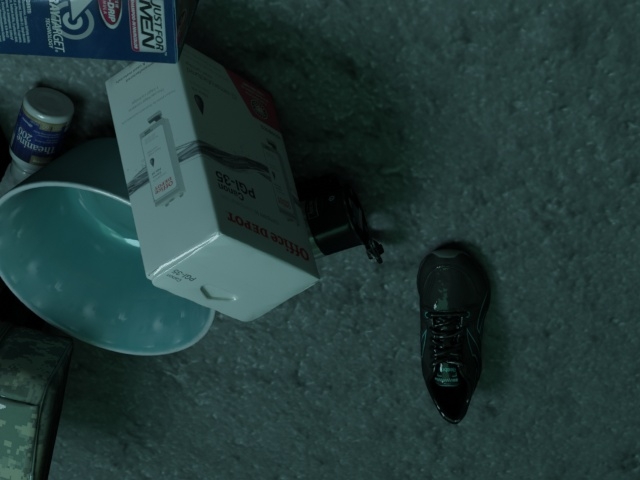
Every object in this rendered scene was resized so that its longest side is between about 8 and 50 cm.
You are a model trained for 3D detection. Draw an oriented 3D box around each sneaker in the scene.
[{"bbox_3d":[0.185,0.133,2.042,0.101,0.106,0.267,-2,125,10],"label":"sneaker"}]

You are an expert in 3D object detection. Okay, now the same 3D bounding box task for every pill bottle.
[{"bbox_3d":[-0.365,-0.133,1.928,0.067,0.067,0.120,20,127,-8],"label":"pill bottle"}]

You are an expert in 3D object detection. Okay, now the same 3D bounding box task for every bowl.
[{"bbox_3d":[-0.255,-0.014,1.922,0.312,0.163,0.311,13,139,11],"label":"bowl"}]

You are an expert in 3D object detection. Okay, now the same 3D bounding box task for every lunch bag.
[{"bbox_3d":[-0.482,0.245,1.970,0.256,0.212,0.305,12,109,-5],"label":"lunch bag"}]

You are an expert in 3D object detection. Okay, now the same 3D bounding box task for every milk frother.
[{"bbox_3d":[0.000,0.000,1.947,0.135,0.129,0.143,-19,116,15],"label":"milk frother"}]

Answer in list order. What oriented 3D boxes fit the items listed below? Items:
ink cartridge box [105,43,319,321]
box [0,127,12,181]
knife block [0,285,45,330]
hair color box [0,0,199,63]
[{"bbox_3d":[-0.127,-0.070,1.774,0.117,0.283,0.207,-30,148,24],"label":"ink cartridge box"},{"bbox_3d":[-0.503,-0.090,1.922,0.158,0.156,0.093,-8,125,13],"label":"box"},{"bbox_3d":[-0.479,0.176,2.180,0.088,0.242,0.276,29,169,-13],"label":"knife block"},{"bbox_3d":[-0.323,-0.297,1.732,0.347,0.174,0.105,4,127,5],"label":"hair color box"}]
